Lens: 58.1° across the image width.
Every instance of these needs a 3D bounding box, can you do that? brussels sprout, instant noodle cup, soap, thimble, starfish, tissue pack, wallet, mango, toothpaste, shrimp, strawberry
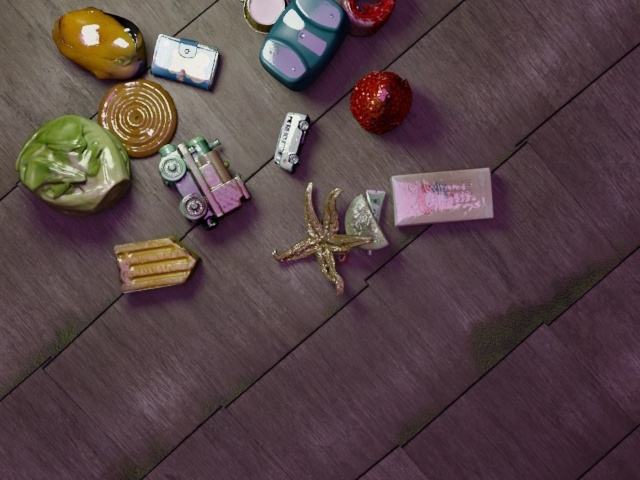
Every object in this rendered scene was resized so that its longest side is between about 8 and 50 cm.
[{"bbox_3d":[-0.759,-0.223,1.773,0.328,0.247,0.327,1,98,5],"label":"brussels sprout"},{"bbox_3d":[-0.169,-0.728,1.809,0.152,0.122,0.151,-2,108,-5],"label":"instant noodle cup"},{"bbox_3d":[-0.521,0.072,1.871,0.258,0.080,0.160,-9,94,-1],"label":"soap"},{"bbox_3d":[0.149,-0.749,1.826,0.163,0.125,0.189,29,92,-5],"label":"thimble"},{"bbox_3d":[0.002,0.002,1.867,0.327,0.094,0.375,-29,77,15],"label":"starfish"},{"bbox_3d":[0.397,-0.140,1.887,0.326,0.071,0.170,-4,91,-1],"label":"tissue pack"},{"bbox_3d":[-0.049,-0.612,1.780,0.198,0.206,0.287,35,97,-1],"label":"tissue pack"},{"bbox_3d":[-0.431,-0.574,1.854,0.202,0.059,0.141,15,99,0],"label":"wallet"},{"bbox_3d":[-0.683,-0.612,1.799,0.287,0.152,0.201,25,89,-3],"label":"mango"},{"bbox_3d":[0.173,-0.058,1.904,0.064,0.041,0.218,6,89,8],"label":"toothpaste"},{"bbox_3d":[0.048,0.028,1.912,0.083,0.023,0.114,-11,92,4],"label":"shrimp"},{"bbox_3d":[0.191,-0.431,1.782,0.205,0.244,0.205,0,96,1],"label":"strawberry"}]

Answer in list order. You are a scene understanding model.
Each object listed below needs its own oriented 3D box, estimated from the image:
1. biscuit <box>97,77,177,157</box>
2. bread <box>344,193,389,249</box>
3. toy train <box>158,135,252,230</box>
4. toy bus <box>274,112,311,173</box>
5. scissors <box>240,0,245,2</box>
[{"bbox_3d":[-0.594,-0.398,1.869,0.262,0.037,0.261,0,93,-1],"label":"biscuit"},{"bbox_3d":[0.132,-0.045,1.880,0.112,0.036,0.193,-30,75,17],"label":"bread"},{"bbox_3d":[-0.377,-0.192,1.840,0.222,0.150,0.304,-30,92,-10],"label":"toy train"},{"bbox_3d":[-0.092,-0.317,1.863,0.089,0.087,0.193,16,93,5],"label":"toy bus"},{"bbox_3d":[-0.171,-0.815,1.863,0.205,0.027,0.101,6,97,-1],"label":"scissors"}]
